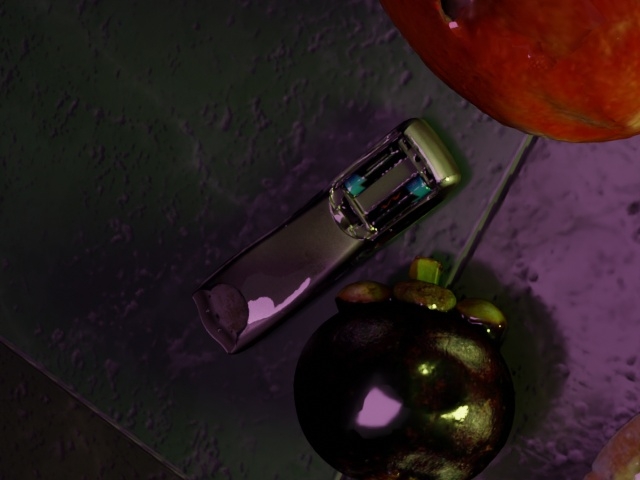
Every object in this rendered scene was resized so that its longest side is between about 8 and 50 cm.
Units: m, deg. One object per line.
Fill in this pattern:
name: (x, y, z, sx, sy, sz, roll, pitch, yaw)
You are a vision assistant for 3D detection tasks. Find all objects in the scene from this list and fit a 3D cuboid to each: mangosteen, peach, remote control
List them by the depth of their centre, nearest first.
peach: (0.130, -0.186, 0.746, 0.238, 0.281, 0.281, 6, 99, 25)
mangosteen: (0.055, 0.080, 0.900, 0.137, 0.137, 0.151, 3, 65, 25)
remote control: (0.000, 0.000, 0.959, 0.212, 0.028, 0.059, -39, 81, 23)

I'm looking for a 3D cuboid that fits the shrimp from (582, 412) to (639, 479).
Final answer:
shrimp: (0.264, 0.160, 0.846, 0.251, 0.052, 0.143, -11, 85, 25)
